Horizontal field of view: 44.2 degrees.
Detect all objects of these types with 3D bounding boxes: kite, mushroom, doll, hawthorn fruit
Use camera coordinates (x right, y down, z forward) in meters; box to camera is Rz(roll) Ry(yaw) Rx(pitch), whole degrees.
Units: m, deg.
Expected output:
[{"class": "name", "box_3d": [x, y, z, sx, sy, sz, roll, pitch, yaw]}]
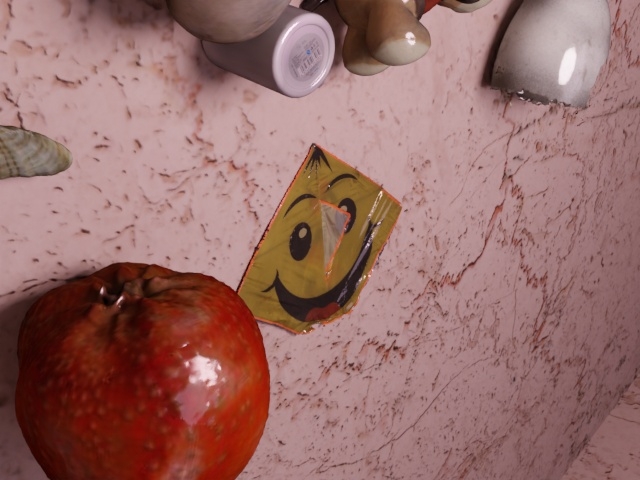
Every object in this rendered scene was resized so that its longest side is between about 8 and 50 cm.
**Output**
[{"class": "kite", "box_3d": [0.002, 0.001, 1.214, 0.378, 0.013, 0.327, -27, 128, -35]}, {"class": "mushroom", "box_3d": [-0.115, -0.324, 0.777, 0.244, 0.244, 0.243, -26, 128, -39]}, {"class": "doll", "box_3d": [0.141, -0.362, 1.047, 0.330, 0.235, 0.174, -39, 101, -19]}, {"class": "hawthorn fruit", "box_3d": [-0.187, 0.190, 0.873, 0.287, 0.287, 0.330, -28, 122, -38]}]

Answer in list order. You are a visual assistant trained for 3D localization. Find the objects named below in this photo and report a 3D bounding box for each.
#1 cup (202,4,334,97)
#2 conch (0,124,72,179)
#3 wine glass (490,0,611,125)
[{"class": "cup", "box_3d": [-0.049, -0.233, 0.933, 0.136, 0.133, 0.099, -11, 121, -46]}, {"class": "conch", "box_3d": [-0.363, -0.060, 0.645, 0.203, 0.169, 0.386, -46, 144, 18]}, {"class": "wine glass", "box_3d": [0.421, -0.388, 1.355, 0.190, 0.190, 0.356, 3, 104, -50]}]
